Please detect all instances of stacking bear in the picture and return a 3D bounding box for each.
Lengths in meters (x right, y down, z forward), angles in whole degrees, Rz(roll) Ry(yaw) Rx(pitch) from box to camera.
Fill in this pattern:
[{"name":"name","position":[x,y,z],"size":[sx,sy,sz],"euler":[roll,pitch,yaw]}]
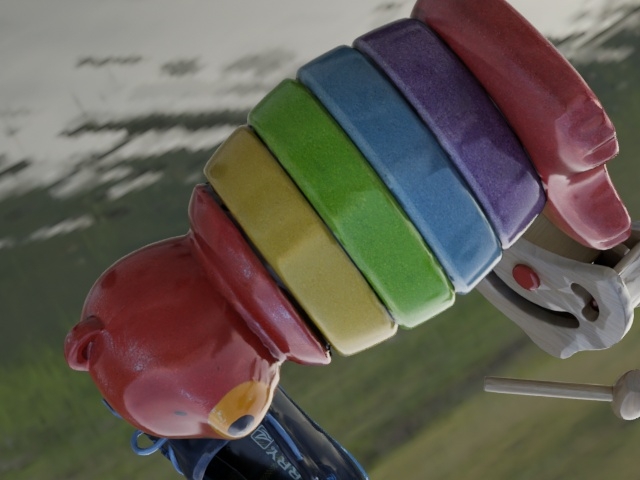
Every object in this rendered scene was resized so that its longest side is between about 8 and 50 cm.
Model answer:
[{"name":"stacking bear","position":[0.000,0.000,0.861],"size":[0.289,0.164,0.175],"euler":[-37,154,-2]}]

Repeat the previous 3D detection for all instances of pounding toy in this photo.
[{"name":"pounding toy","position":[0.199,0.044,1.408],"size":[0.155,0.269,0.154],"euler":[-43,168,-28]}]

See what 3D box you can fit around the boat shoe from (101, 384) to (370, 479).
[{"name":"boat shoe","position":[-0.065,0.131,1.147],"size":[0.109,0.258,0.089],"euler":[-58,180,19]}]
